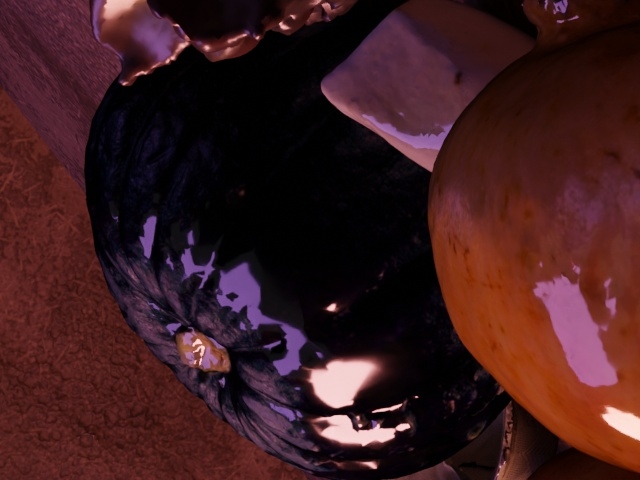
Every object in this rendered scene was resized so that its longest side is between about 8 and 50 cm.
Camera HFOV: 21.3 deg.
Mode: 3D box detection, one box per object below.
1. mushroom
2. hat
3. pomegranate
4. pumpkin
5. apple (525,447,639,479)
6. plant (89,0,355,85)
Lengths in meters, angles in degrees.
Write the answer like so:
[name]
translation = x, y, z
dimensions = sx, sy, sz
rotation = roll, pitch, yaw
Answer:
[mushroom]
translation = 0.133, -0.039, 1.009
dimensions = 0.270, 0.103, 0.118
rotation = 43, 133, -4
[hat]
translation = 0.152, 0.168, 1.506
dimensions = 0.110, 0.252, 0.252
rotation = 9, -177, -23
[pomegranate]
translation = 0.159, -0.012, 0.738
dimensions = 0.248, 0.248, 0.248
rotation = 46, 167, 14
[pumpkin]
translation = 0.000, 0.000, 1.208
dimensions = 0.363, 0.266, 0.363
rotation = 45, 162, 19
[apple]
translation = 0.233, 0.265, 1.395
dimensions = 0.188, 0.174, 0.188
rotation = 45, 164, 16
[plant]
translation = -0.025, -0.193, 0.830
dimensions = 0.178, 0.234, 0.204
rotation = 57, 172, -9
